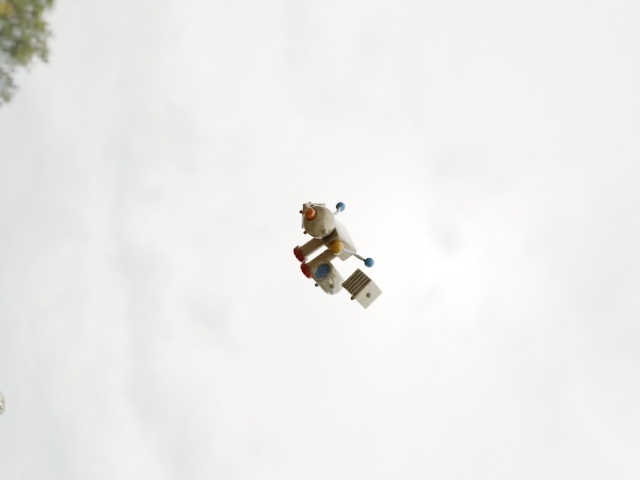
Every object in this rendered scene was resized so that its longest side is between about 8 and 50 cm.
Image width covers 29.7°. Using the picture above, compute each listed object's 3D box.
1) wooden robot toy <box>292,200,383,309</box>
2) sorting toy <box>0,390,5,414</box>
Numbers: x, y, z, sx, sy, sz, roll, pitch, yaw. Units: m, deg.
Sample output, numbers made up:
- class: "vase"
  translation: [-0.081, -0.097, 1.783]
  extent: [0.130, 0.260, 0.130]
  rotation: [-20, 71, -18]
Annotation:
- class: "wooden robot toy"
  translation: [0.000, 0.000, 1.307]
  extent: [0.076, 0.079, 0.173]
  rotation: [-33, -132, 7]
- class: "sorting toy"
  translation: [-0.407, 0.169, 1.467]
  extent: [0.083, 0.044, 0.075]
  rotation: [120, -29, -71]
